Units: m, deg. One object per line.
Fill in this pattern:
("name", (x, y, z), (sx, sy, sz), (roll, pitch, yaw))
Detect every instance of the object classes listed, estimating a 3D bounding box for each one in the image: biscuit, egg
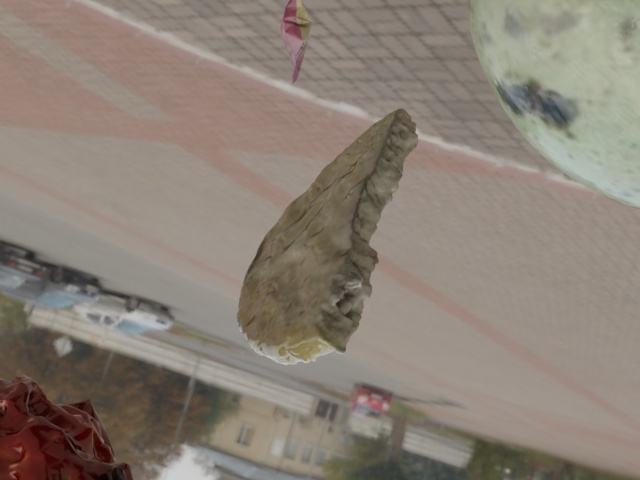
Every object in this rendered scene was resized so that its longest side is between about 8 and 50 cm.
("biscuit", (-0.003, 0.004, 0.677), (0.133, 0.250, 0.032), (-27, 119, 37))
("egg", (0.146, -0.085, 0.384), (0.182, 0.141, 0.141), (22, 168, -11))

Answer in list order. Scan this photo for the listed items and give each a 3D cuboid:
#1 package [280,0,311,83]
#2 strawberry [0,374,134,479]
("package", (-0.024, -0.203, 0.894), (0.029, 0.083, 0.059), (0, 154, -12))
("strawberry", (-0.209, 0.221, 0.557), (0.258, 0.261, 0.261), (-21, -176, -23))
